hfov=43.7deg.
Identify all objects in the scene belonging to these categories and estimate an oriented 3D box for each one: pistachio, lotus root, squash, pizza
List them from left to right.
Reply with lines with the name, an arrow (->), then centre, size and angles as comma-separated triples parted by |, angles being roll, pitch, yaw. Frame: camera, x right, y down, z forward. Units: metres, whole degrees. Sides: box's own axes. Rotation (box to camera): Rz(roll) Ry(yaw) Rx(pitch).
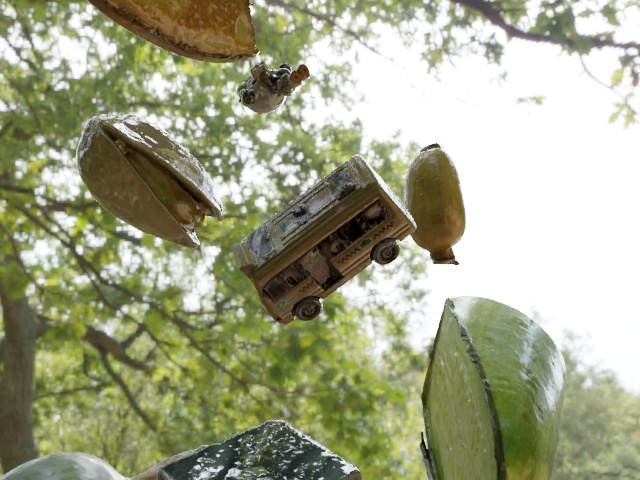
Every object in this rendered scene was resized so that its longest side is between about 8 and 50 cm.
pistachio -> -0.220, -0.078, 1.016 | 0.126, 0.223, 0.152 | -47, -15, -11
pizza -> -0.213, -0.374, 1.107 | 0.323, 0.223, 0.089 | 18, -12, -43
lotus root -> 0.274, -0.087, 1.916 | 0.131, 0.303, 0.146 | 2, -10, -43
squash -> 0.187, 0.244, 0.998 | 0.210, 0.309, 0.233 | 21, -61, 19

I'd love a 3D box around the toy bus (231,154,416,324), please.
toy bus -> 0.000, 0.000, 1.328 | 0.289, 0.139, 0.157 | -36, -51, 9

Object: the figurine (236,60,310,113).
figurine -> -0.101, -0.320, 1.629 | 0.147, 0.093, 0.197 | -43, 9, -33

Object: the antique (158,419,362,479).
antique -> -0.028, 0.213, 0.466 | 0.086, 0.183, 0.088 | -15, 18, -33

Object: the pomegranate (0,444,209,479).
pomegranate -> -0.245, 0.327, 0.896 | 0.302, 0.236, 0.236 | -33, -20, -14
